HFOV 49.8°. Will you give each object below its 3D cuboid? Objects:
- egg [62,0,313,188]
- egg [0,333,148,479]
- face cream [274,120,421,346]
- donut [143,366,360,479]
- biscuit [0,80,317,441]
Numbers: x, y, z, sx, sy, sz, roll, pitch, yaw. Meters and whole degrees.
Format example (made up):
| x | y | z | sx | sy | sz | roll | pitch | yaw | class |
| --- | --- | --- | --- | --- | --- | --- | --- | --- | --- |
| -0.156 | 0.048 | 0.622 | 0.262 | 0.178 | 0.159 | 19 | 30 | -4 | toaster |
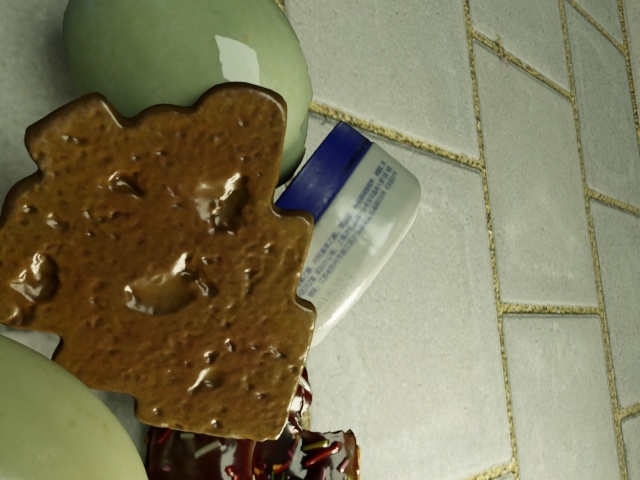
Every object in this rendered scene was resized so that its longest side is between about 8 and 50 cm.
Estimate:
| x | y | z | sx | sy | sz | roll | pitch | yaw | class |
| --- | --- | --- | --- | --- | --- | --- | --- | --- | --- |
| -0.101 | -0.132 | 0.585 | 0.217 | 0.183 | 0.183 | 56 | 42 | -1 | egg |
| -0.208 | 0.150 | 0.393 | 0.253 | 0.188 | 0.188 | 54 | 45 | -15 | egg |
| 0.000 | 0.000 | 0.647 | 0.111 | 0.206 | 0.206 | 39 | 48 | -3 | face cream |
| -0.054 | 0.208 | 0.634 | 0.216 | 0.096 | 0.230 | -31 | 105 | -49 | donut |
| -0.114 | 0.035 | 0.521 | 0.278 | 0.043 | 0.301 | -27 | 108 | -4 | biscuit |
